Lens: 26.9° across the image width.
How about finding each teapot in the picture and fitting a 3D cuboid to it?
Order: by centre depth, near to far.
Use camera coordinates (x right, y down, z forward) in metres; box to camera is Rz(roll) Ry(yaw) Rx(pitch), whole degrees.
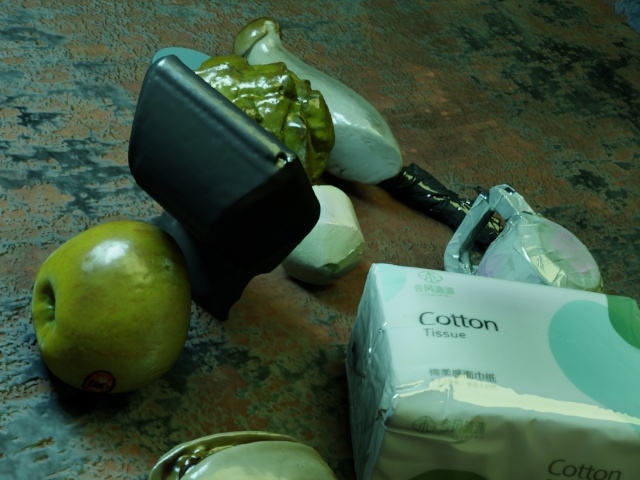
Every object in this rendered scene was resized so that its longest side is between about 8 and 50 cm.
[{"bbox_3d":[0.272,0.054,1.905,0.221,0.178,0.163,40,30,-4],"label":"teapot"}]

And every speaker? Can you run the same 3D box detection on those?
[{"bbox_3d":[-0.124,-0.039,1.458,0.180,0.184,0.388,39,-4,9],"label":"speaker"}]

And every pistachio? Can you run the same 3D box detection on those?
[{"bbox_3d":[-0.072,0.260,1.357,0.206,0.131,0.130,7,-4,-31],"label":"pistachio"}]

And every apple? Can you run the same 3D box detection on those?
[{"bbox_3d":[-0.221,0.070,1.407,0.155,0.182,0.182,-2,44,-23],"label":"apple"}]

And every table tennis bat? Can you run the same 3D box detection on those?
[{"bbox_3d":[-0.148,-0.215,2.002,0.244,0.040,0.153,39,33,14],"label":"table tennis bat"}]

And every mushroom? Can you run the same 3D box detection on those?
[{"bbox_3d":[-0.011,-0.206,2.036,0.128,0.128,0.350,-11,51,-50],"label":"mushroom"}]

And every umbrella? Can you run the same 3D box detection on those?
[{"bbox_3d":[0.179,-0.066,2.090,0.236,0.059,0.066,30,14,-10],"label":"umbrella"}]

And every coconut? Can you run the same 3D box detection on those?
[{"bbox_3d":[0.000,0.000,1.780,0.116,0.116,0.122,19,36,-24],"label":"coconut"}]

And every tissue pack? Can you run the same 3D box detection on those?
[{"bbox_3d":[0.222,0.183,1.584,0.357,0.193,0.266,8,35,-10],"label":"tissue pack"}]

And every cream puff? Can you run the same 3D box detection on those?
[{"bbox_3d":[-0.094,-0.151,1.837,0.244,0.196,0.244,-1,54,2],"label":"cream puff"}]
